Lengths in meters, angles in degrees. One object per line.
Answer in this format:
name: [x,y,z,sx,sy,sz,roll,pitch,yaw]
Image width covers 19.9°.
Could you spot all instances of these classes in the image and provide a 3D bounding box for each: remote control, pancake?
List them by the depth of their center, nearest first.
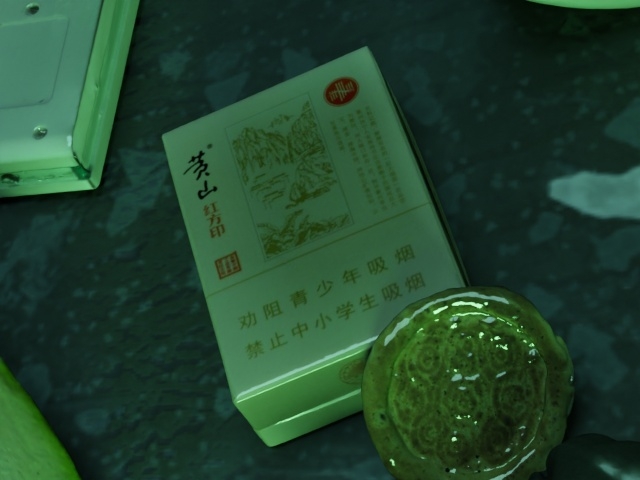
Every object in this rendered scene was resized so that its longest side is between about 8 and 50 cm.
pancake: [0.075,0.078,0.926,0.115,0.011,0.114,0,93,5]
remote control: [-0.173,-0.152,1.198,0.103,0.055,0.277,-5,56,19]

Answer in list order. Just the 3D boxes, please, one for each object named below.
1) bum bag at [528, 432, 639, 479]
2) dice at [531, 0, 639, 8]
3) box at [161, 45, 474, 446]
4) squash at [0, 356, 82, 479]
bum bag: [0.069,0.204,0.834,0.326,0.079,0.142,-43,56,-11]
dice: [0.183,-0.327,1.040,0.304,0.277,0.304,-20,54,6]
box: [0.000,0.000,1.019,0.141,0.058,0.201,-24,52,5]
squash: [-0.187,0.120,0.961,0.111,0.203,0.289,-13,32,-44]
